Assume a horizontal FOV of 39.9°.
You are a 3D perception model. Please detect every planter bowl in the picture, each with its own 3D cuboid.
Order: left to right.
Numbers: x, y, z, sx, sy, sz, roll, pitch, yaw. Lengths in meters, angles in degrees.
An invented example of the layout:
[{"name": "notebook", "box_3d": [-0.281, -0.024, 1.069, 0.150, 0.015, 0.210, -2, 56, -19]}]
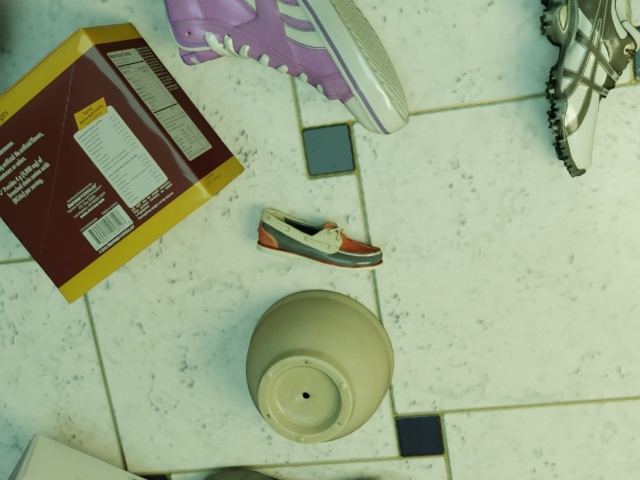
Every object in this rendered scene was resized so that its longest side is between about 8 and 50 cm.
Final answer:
[{"name": "planter bowl", "box_3d": [-0.007, 0.145, 0.922, 0.162, 0.109, 0.162, 2, 106, 8]}]

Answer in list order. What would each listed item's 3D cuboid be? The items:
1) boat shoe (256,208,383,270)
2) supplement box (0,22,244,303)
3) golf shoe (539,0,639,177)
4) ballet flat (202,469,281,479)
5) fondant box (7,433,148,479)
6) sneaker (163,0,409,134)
[{"name": "boat shoe", "box_3d": [0.000, 0.000, 0.914, 0.137, 0.049, 0.043, 12, 105, 11]}, {"name": "supplement box", "box_3d": [-0.220, -0.081, 0.882, 0.191, 0.129, 0.194, -35, 97, 17]}, {"name": "golf shoe", "box_3d": [0.253, -0.156, 0.813, 0.093, 0.077, 0.198, -4, 106, 10]}, {"name": "ballet flat", "box_3d": [-0.027, 0.306, 0.995, 0.249, 0.084, 0.058, -2, 140, 7]}, {"name": "fondant box", "box_3d": [-0.300, 0.413, 1.023, 0.238, 0.096, 0.330, 28, 107, -15]}, {"name": "sneaker", "box_3d": [-0.044, -0.189, 0.847, 0.161, 0.102, 0.282, -38, 86, 20]}]
